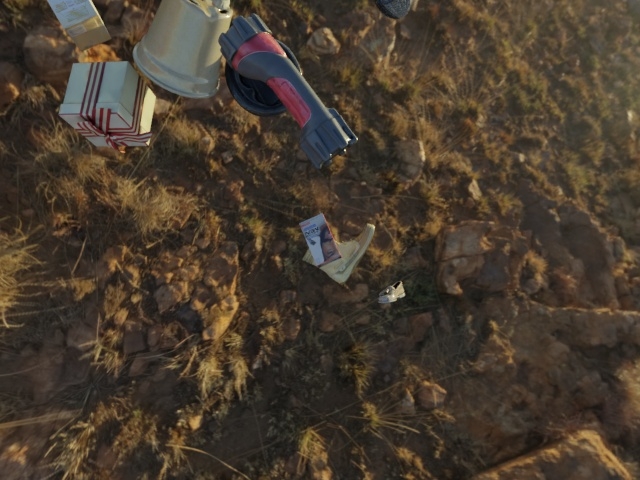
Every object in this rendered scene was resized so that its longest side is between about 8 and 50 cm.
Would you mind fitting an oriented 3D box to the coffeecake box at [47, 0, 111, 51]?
[{"bbox_3d":[-0.476,-0.468,0.785,0.068,0.142,0.186,-30,105,-11],"label":"coffeecake box"}]

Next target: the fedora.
[{"bbox_3d":[-0.233,-0.651,1.760,0.333,0.152,0.335,1,85,-8],"label":"fedora"}]

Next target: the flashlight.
[{"bbox_3d":[-0.068,-0.275,0.814,0.103,0.103,0.304,-35,89,-42],"label":"flashlight"}]

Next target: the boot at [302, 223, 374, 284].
[{"bbox_3d":[0.071,0.012,1.655,0.203,0.095,0.262,32,92,1],"label":"boot"}]

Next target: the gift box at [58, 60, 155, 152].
[{"bbox_3d":[-0.766,-0.491,1.588,0.276,0.255,0.258,0,74,12],"label":"gift box"}]

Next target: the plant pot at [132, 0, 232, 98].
[{"bbox_3d":[-0.477,-0.753,1.571,0.333,0.305,0.334,22,43,-22],"label":"plant pot"}]

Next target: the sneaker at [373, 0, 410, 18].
[{"bbox_3d":[0.173,-0.773,1.199,0.297,0.110,0.129,53,35,-31],"label":"sneaker"}]

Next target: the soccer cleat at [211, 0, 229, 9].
[{"bbox_3d":[-0.302,-0.760,1.300,0.076,0.196,0.068,11,91,5],"label":"soccer cleat"}]

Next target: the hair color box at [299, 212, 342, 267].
[{"bbox_3d":[0.000,0.000,1.504,0.093,0.053,0.167,-24,74,2],"label":"hair color box"}]

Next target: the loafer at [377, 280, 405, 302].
[{"bbox_3d":[0.173,0.127,1.061,0.125,0.045,0.039,-5,92,-59],"label":"loafer"}]
